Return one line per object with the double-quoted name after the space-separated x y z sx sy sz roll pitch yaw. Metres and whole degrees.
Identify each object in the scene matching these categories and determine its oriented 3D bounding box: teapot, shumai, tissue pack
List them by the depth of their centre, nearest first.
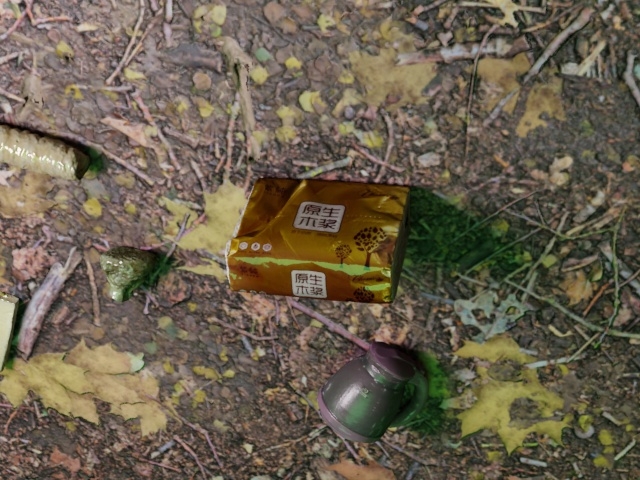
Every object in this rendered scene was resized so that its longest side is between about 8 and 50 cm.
0.000 0.000 1.760 0.226 0.183 0.092 6 128 10 "tissue pack"
-0.286 0.054 1.925 0.082 0.083 0.080 22 112 45 "shumai"
0.087 0.226 1.935 0.148 0.116 0.146 33 114 -5 "teapot"

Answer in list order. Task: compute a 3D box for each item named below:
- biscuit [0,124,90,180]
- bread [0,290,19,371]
-0.436 -0.134 1.851 0.219 0.061 0.055 17 118 5 "biscuit"
-0.520 0.140 2.069 0.068 0.028 0.153 19 124 0 "bread"
